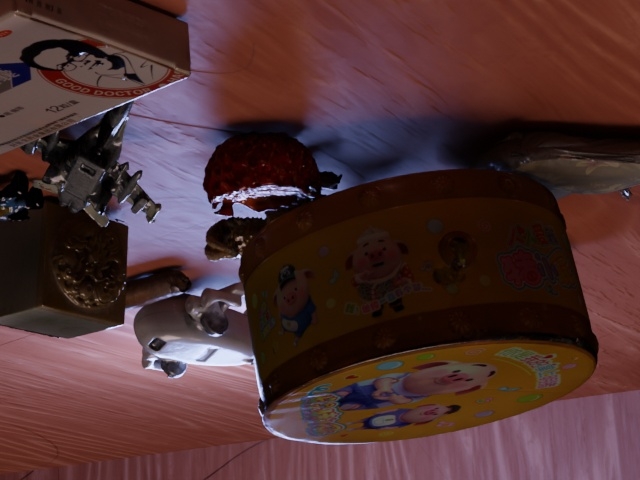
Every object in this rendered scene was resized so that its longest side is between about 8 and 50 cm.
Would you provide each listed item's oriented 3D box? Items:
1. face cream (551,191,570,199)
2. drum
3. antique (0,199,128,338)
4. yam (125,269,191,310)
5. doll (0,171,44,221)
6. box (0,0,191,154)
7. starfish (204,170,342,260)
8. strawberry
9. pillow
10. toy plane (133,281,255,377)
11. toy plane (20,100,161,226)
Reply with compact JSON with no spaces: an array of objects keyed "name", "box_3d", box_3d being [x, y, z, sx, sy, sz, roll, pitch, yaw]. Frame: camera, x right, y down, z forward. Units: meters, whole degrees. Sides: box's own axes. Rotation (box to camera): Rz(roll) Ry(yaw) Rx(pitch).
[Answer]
[{"name":"face cream","box_3d":[0.249,-0.058,2.032,0.224,0.070,0.114,-4,166,-30]},{"name":"drum","box_3d":[0.114,0.094,1.926,0.431,0.214,0.431,-9,159,-3]},{"name":"antique","box_3d":[-0.341,0.037,2.076,0.148,0.151,0.147,-14,159,41]},{"name":"yam","box_3d":[-0.304,0.087,2.441,0.264,0.046,0.046,-16,159,37]},{"name":"doll","box_3d":[-0.441,-0.034,1.962,0.195,0.070,0.096,-16,145,19]},{"name":"box","box_3d":[-0.324,-0.165,1.545,0.353,0.069,0.214,-18,158,38]},{"name":"starfish","box_3d":[0.003,0.003,2.088,0.303,0.113,0.312,-20,156,22]},{"name":"strawberry","box_3d":[-0.067,-0.079,1.836,0.145,0.086,0.145,-1,162,0]},{"name":"pillow","box_3d":[0.304,-0.093,1.909,0.255,0.059,0.169,1,162,-19]},{"name":"toy plane","box_3d":[-0.185,0.142,2.526,0.252,0.118,0.252,-11,150,-7]},{"name":"toy plane","box_3d":[-0.252,-0.094,1.759,0.192,0.088,0.262,29,153,-8]}]
